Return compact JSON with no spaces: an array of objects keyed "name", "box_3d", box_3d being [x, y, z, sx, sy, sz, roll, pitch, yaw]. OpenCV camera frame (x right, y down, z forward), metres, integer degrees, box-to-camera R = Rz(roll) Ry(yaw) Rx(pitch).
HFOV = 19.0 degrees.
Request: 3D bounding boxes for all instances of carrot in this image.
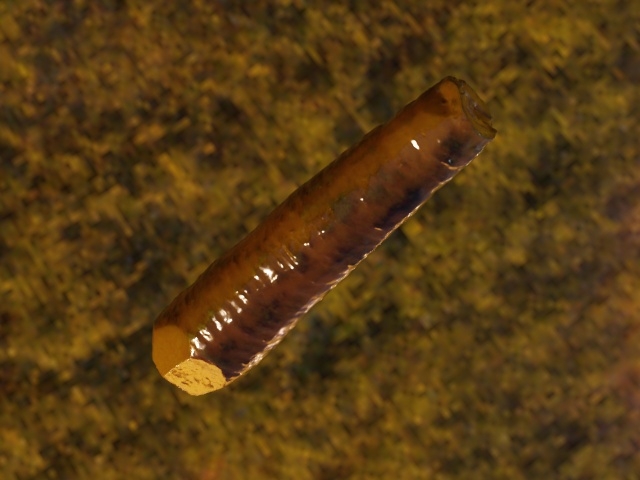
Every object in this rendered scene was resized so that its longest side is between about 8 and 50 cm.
[{"name":"carrot","box_3d":[0.000,0.000,0.707,0.170,0.042,0.042,-41,150,27]}]
